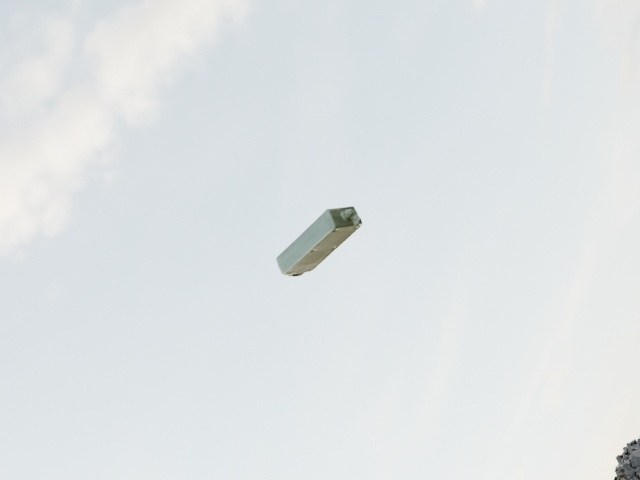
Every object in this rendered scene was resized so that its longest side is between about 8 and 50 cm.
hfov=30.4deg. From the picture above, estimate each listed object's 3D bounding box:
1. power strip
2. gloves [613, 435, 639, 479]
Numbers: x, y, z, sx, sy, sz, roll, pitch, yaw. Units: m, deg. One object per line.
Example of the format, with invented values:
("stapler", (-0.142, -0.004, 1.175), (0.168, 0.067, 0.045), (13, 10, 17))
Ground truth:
("power strip", (0.000, 0.000, 0.791), (0.027, 0.017, 0.083), (-9, -23, -39))
("gloves", (0.477, 0.264, 1.290), (0.210, 0.312, 0.135), (-48, -61, -43))
